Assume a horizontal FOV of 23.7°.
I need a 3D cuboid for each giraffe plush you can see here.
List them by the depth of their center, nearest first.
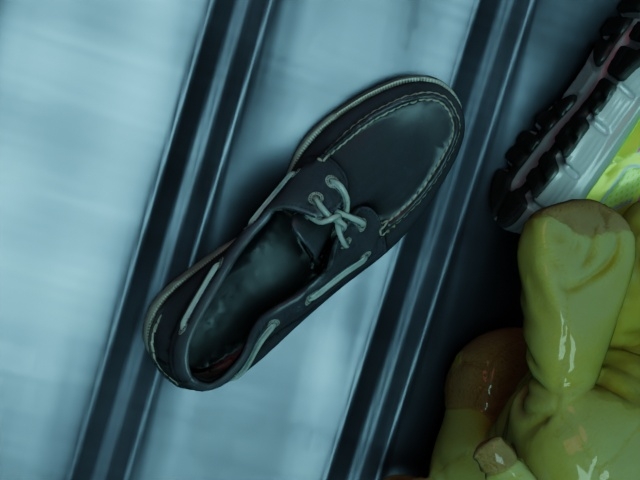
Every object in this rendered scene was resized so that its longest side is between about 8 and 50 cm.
[{"bbox_3d":[0.122,0.095,0.765,0.181,0.170,0.210,31,65,-14],"label":"giraffe plush"}]

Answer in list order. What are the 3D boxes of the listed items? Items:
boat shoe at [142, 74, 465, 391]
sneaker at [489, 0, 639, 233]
[{"bbox_3d":[0.000,0.000,0.757,0.206,0.065,0.075,-43,108,-3],"label":"boat shoe"},{"bbox_3d":[0.184,-0.070,0.788,0.094,0.081,0.208,36,102,-18],"label":"sneaker"}]
